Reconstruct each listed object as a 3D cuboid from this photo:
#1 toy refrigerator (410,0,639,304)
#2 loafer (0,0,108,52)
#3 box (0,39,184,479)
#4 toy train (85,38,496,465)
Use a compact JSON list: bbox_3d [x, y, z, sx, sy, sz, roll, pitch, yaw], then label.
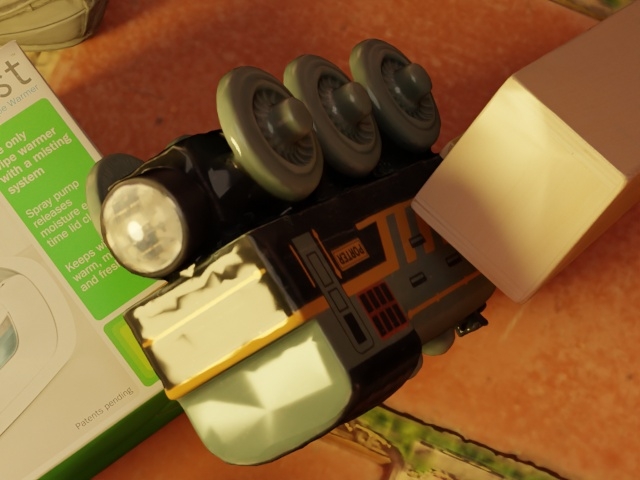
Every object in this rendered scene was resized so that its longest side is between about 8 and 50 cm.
[{"bbox_3d":[0.161,-0.068,1.072,0.094,0.102,0.269,43,33,9],"label":"toy refrigerator"},{"bbox_3d":[-0.294,-0.169,1.143,0.319,0.111,0.112,-6,73,-7],"label":"loafer"},{"bbox_3d":[-0.220,0.055,1.074,0.262,0.127,0.231,-35,80,-13],"label":"box"},{"bbox_3d":[0.000,0.000,1.028,0.142,0.334,0.190,-30,87,27],"label":"toy train"}]
